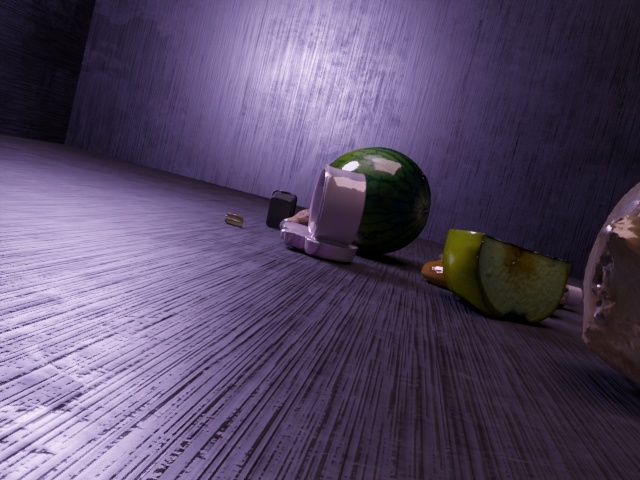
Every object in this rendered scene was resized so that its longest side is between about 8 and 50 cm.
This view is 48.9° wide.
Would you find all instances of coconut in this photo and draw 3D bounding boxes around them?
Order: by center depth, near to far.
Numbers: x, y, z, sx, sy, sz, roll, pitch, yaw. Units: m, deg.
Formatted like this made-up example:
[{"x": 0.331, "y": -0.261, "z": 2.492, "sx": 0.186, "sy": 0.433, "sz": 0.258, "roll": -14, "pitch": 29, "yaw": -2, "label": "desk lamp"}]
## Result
[{"x": 0.557, "y": 0.059, "z": 1.018, "sx": 0.405, "sy": 0.404, "sz": 0.404, "roll": 14, "pitch": 5, "yaw": -1, "label": "coconut"}]

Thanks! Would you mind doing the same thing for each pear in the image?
[{"x": 0.371, "y": 0.075, "z": 1.568, "sx": 0.292, "sy": 0.159, "sz": 0.292, "roll": 17, "pitch": 3, "yaw": -1, "label": "pear"}]

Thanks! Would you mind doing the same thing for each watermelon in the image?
[{"x": 0.162, "y": -0.121, "z": 2.131, "sx": 0.363, "sy": 0.363, "sz": 0.363, "roll": 14, "pitch": 5, "yaw": -1, "label": "watermelon"}]

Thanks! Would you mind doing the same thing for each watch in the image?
[{"x": 0.011, "y": -0.077, "z": 1.792, "sx": 0.196, "sy": 0.231, "sz": 0.244, "roll": 11, "pitch": 9, "yaw": -10, "label": "watch"}]

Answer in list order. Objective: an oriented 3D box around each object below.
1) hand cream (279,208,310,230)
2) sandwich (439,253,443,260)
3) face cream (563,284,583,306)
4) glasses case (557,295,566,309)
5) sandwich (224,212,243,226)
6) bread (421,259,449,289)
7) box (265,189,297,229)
[{"x": -0.068, "y": -0.051, "z": 2.159, "sx": 0.084, "sy": 0.084, "sz": 0.203, "roll": 16, "pitch": 10, "yaw": 17, "label": "hand cream"}, {"x": 0.538, "y": 0.092, "z": 2.336, "sx": 0.245, "sy": 0.063, "sz": 0.212, "roll": 13, "pitch": 4, "yaw": -25, "label": "sandwich"}, {"x": 0.612, "y": 0.133, "z": 1.996, "sx": 0.269, "sy": 0.082, "sz": 0.082, "roll": 13, "pitch": 5, "yaw": -8, "label": "face cream"}, {"x": 0.479, "y": 0.117, "z": 1.831, "sx": 0.314, "sy": 0.075, "sz": 0.122, "roll": 19, "pitch": 8, "yaw": 38, "label": "glasses case"}, {"x": -0.248, "y": -0.061, "z": 1.990, "sx": 0.044, "sy": 0.031, "sz": 0.083, "roll": 16, "pitch": 1, "yaw": -29, "label": "sandwich"}, {"x": 0.338, "y": 0.088, "z": 1.786, "sx": 0.114, "sy": 0.077, "sz": 0.189, "roll": 16, "pitch": 1, "yaw": -38, "label": "bread"}, {"x": -0.126, "y": -0.092, "z": 2.222, "sx": 0.084, "sy": 0.122, "sz": 0.069, "roll": 13, "pitch": 17, "yaw": 5, "label": "box"}]
